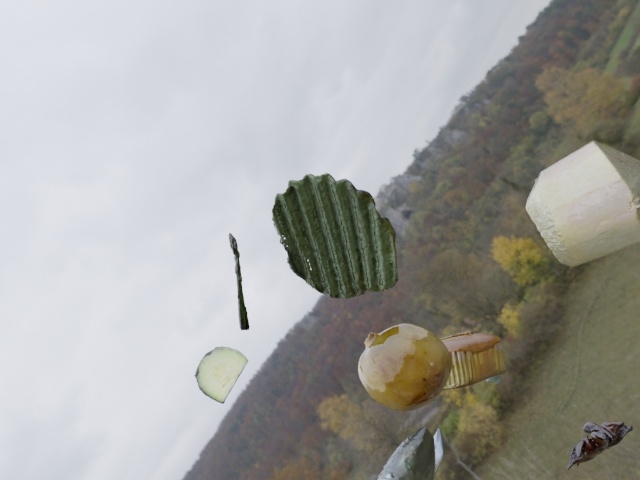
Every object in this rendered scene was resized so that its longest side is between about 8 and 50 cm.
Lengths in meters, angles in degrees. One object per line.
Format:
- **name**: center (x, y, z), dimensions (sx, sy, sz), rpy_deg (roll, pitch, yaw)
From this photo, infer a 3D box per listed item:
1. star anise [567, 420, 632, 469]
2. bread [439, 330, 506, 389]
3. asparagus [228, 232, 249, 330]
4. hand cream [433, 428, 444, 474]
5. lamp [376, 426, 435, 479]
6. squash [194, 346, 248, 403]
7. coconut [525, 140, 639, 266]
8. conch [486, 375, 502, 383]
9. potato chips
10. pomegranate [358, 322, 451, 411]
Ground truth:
- **star anise**: center (0.961, 0.702, 1.784), dimensions (0.271, 0.103, 0.272), rpy_deg (-18, -40, -16)
- **bread**: center (0.467, 0.389, 1.671), dimensions (0.287, 0.156, 0.204), rpy_deg (-7, -9, -21)
- **asparagus**: center (-0.192, 0.094, 1.184), dimensions (0.022, 0.023, 0.233), rpy_deg (47, -146, -81)
- **hand cream**: center (0.243, 0.554, 1.194), dimensions (0.079, 0.048, 0.255), rpy_deg (-83, 7, -61)
- **lamp**: center (0.143, 0.439, 0.879), dimensions (0.250, 0.101, 0.101), rpy_deg (-51, -12, -39)
- **squash**: center (-0.362, 0.492, 1.872), dimensions (0.192, 0.184, 0.085), rpy_deg (-58, -32, -19)
- **coconut**: center (0.583, -0.081, 1.076), dimensions (0.244, 0.239, 0.239), rpy_deg (-33, 2, 26)
- **conch**: center (0.604, 0.460, 1.774), dimensions (0.076, 0.056, 0.086), rpy_deg (-156, 75, -80)
- **potato chips**: center (0.047, -0.001, 1.499), dimensions (0.070, 0.358, 0.430), rpy_deg (-60, -42, -57)
- **pomegranate**: center (0.211, 0.322, 1.277), dimensions (0.233, 0.233, 0.233), rpy_deg (-55, -10, -15)
